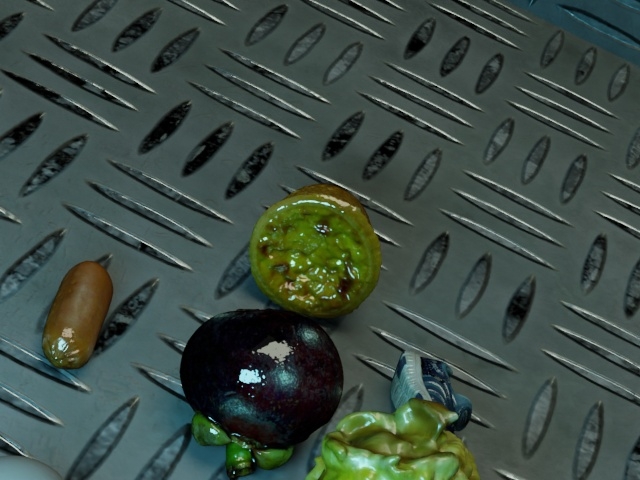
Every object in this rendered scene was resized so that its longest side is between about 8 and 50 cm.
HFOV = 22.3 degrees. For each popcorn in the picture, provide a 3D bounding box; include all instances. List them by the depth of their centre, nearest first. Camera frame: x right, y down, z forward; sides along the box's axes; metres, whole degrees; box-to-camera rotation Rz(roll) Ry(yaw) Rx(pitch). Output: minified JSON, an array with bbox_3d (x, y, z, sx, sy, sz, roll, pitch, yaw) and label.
[{"bbox_3d":[0.083,0.323,1.995,0.224,0.270,0.258,32,-10,13],"label":"popcorn"}]

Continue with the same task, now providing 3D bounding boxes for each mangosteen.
[{"bbox_3d":[-0.073,0.192,2.124,0.216,0.216,0.216,17,34,-11],"label":"mangosteen"}]

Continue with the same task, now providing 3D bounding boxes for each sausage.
[{"bbox_3d":[-0.328,0.101,2.189,0.076,0.076,0.197,20,35,-6],"label":"sausage"}]

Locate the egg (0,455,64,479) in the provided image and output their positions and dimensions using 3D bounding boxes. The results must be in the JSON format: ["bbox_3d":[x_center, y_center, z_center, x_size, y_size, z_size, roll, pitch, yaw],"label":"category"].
[{"bbox_3d":[-0.354,0.325,1.762,0.176,0.176,0.232,27,34,5],"label":"egg"}]

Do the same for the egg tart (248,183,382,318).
[{"bbox_3d":[0.000,0.000,2.437,0.203,0.202,0.147,23,24,-2],"label":"egg tart"}]

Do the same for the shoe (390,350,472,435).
[{"bbox_3d":[0.164,0.236,2.290,0.106,0.091,0.207,9,32,-12],"label":"shoe"}]
